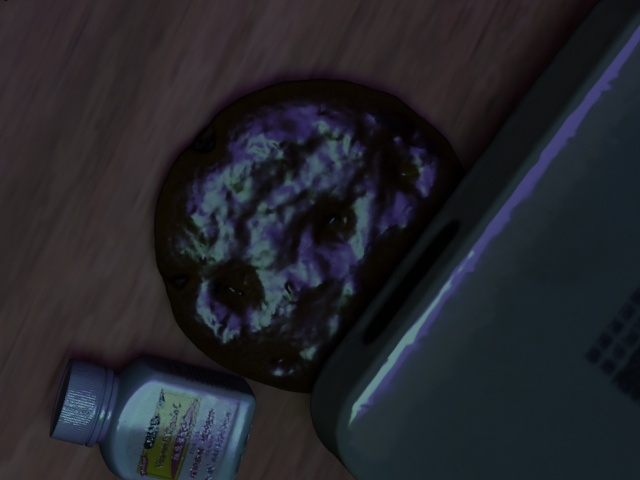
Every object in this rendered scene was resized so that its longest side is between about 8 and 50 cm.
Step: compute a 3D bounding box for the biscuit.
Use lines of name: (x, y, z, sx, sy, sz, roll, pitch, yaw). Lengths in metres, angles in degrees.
biscuit: (0.000, 0.000, 0.994, 0.212, 0.036, 0.212, -2, 101, -11)

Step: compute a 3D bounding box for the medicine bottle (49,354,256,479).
medicine bottle: (-0.107, 0.113, 0.984, 0.118, 0.055, 0.074, 17, 98, -13)

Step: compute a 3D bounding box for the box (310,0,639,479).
box: (0.230, 0.074, 1.013, 0.373, 0.090, 0.367, 37, 92, -22)
